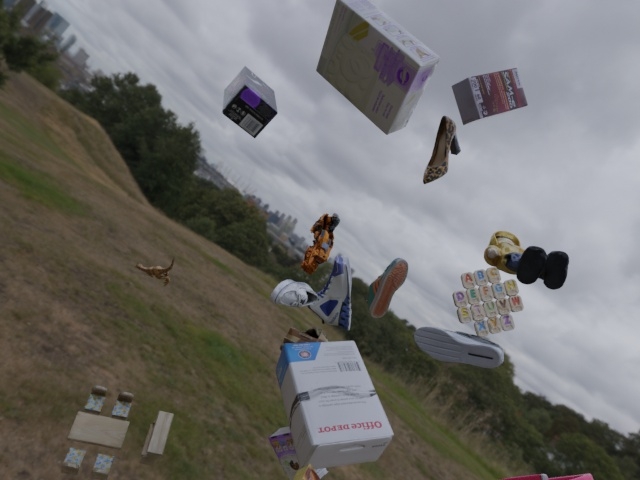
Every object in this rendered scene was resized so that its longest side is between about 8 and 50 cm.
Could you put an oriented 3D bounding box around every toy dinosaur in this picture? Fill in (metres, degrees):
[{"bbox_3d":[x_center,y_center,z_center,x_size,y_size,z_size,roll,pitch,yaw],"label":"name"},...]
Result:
[{"bbox_3d":[-0.586,0.113,1.704,0.212,0.064,0.112,-4,-33,25],"label":"toy dinosaur"}]

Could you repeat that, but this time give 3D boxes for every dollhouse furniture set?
[{"bbox_3d":[-0.547,0.522,1.272,0.242,0.161,0.212,19,48,-16],"label":"dollhouse furniture set"}]

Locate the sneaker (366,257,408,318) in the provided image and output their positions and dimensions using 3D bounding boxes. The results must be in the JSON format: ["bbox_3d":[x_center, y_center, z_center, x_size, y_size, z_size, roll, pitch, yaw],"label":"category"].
[{"bbox_3d":[0.282,0.193,2.084,0.108,0.302,0.121,16,21,-26],"label":"sneaker"}]

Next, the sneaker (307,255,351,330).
[{"bbox_3d":[0.037,0.228,1.960,0.182,0.315,0.127,1,14,6],"label":"sneaker"}]

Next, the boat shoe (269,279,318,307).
[{"bbox_3d":[-0.085,0.197,1.680,0.084,0.095,0.258,31,14,24],"label":"boat shoe"}]

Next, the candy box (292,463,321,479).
[{"bbox_3d":[-0.039,0.678,1.200,0.109,0.053,0.187,55,16,3],"label":"candy box"}]

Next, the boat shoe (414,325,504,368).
[{"bbox_3d":[0.530,0.410,1.795,0.335,0.121,0.119,14,6,28],"label":"boat shoe"}]

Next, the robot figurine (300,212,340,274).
[{"bbox_3d":[0.000,0.000,2.084,0.085,0.291,0.211,28,-42,-17],"label":"robot figurine"}]

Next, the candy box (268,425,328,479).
[{"bbox_3d":[-0.084,0.791,1.731,0.070,0.165,0.196,-22,82,-46],"label":"candy box"}]

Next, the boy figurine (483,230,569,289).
[{"bbox_3d":[0.460,0.039,1.069,0.177,0.092,0.285,11,10,3],"label":"boy figurine"}]

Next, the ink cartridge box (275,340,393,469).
[{"bbox_3d":[0.032,0.551,1.607,0.286,0.166,0.395,3,37,-22],"label":"ink cartridge box"}]

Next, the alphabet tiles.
[{"bbox_3d":[0.715,0.259,1.994,0.021,0.284,0.277,94,-16,-80],"label":"alphabet tiles"}]

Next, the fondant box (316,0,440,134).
[{"bbox_3d":[0.151,-0.505,1.344,0.330,0.096,0.238,46,-36,18],"label":"fondant box"}]

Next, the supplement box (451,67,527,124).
[{"bbox_3d":[0.529,-0.449,1.453,0.073,0.239,0.130,-11,-81,59],"label":"supplement box"}]

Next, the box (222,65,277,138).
[{"bbox_3d":[-0.279,-0.550,1.847,0.165,0.143,0.270,36,23,-28],"label":"box"}]

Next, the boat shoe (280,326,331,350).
[{"bbox_3d":[-0.022,0.421,1.929,0.123,0.119,0.324,13,-4,42],"label":"boat shoe"}]

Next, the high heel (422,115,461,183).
[{"bbox_3d":[0.461,-0.362,1.862,0.093,0.261,0.186,17,-33,46],"label":"high heel"}]

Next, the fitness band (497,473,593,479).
[{"bbox_3d":[0.678,0.745,1.426,0.209,0.291,0.054,14,56,-30],"label":"fitness band"}]
